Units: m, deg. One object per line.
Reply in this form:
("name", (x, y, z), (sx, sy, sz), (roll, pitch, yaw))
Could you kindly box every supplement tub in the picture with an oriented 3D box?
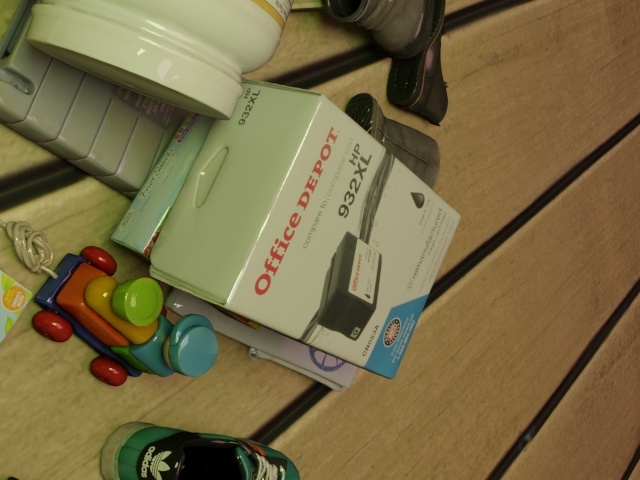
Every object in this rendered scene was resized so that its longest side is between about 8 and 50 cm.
("supplement tub", (-0.119, -0.290, 0.693), (0.228, 0.228, 0.316), (19, 92, -48))

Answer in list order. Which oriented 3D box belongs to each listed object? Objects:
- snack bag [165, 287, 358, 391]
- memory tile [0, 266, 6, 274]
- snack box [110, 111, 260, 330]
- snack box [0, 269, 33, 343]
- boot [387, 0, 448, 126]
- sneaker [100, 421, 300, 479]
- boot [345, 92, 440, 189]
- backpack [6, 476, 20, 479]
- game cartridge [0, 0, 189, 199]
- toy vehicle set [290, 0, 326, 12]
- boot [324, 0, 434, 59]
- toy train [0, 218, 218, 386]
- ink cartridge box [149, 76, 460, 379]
("snack bag", (-0.019, 0.012, 1.029), (0.343, 0.037, 0.323), (29, 81, -38))
("memory tile", (-0.360, 0.073, 0.700), (0.113, 0.012, 0.148), (38, 64, -43))
("snack box", (-0.106, -0.020, 0.869), (0.207, 0.070, 0.174), (44, 71, -47))
("snack box", (-0.343, 0.049, 0.681), (0.141, 0.037, 0.100), (49, 57, -38))
("boot", (0.183, -0.300, 1.284), (0.137, 0.077, 0.197), (20, 89, -52))
("sneaker", (-0.109, 0.289, 0.915), (0.302, 0.121, 0.108), (28, 71, -46))
("boot", (0.108, -0.114, 1.205), (0.208, 0.076, 0.189), (32, 69, -52))
("backpack", (-0.254, 0.329, 0.754), (0.182, 0.115, 0.151), (36, 62, -47))
("game cartridge", (-0.202, -0.241, 0.842), (0.230, 0.068, 0.355), (38, 64, -48))
("toy vehicle set", (-0.049, -0.444, 1.028), (0.166, 0.035, 0.266), (-21, 107, -47))
("boot", (0.103, -0.450, 1.108), (0.223, 0.118, 0.338), (16, 75, -61))
("toy train", (-0.218, 0.053, 0.764), (0.248, 0.143, 0.105), (52, 54, -37))
("ink cartridge box", (0.000, 0.000, 0.840), (0.307, 0.129, 0.223), (32, 80, -48))
